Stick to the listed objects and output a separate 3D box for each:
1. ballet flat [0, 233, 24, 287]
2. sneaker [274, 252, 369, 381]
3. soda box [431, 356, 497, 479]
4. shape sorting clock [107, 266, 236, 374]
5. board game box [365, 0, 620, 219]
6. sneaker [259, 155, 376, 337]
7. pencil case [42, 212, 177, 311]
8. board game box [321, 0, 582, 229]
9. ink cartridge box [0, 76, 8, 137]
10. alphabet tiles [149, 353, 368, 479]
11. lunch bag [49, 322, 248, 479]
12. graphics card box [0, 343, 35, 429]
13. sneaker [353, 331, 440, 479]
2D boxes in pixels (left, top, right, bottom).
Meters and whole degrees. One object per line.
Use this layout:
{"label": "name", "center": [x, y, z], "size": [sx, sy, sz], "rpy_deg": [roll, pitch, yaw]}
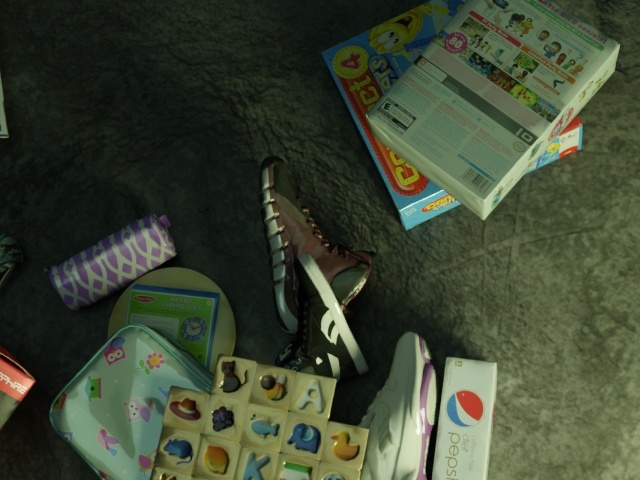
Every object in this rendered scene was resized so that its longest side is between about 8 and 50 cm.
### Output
{"label": "ballet flat", "center": [-0.559, 0.071, 1.725], "size": [0.188, 0.070, 0.070], "rpy_deg": [-42, 69, -1]}
{"label": "sneaker", "center": [-0.021, 0.131, 1.525], "size": [0.121, 0.217, 0.079], "rpy_deg": [-26, 27, -1]}
{"label": "soda box", "center": [0.202, 0.277, 1.497], "size": [0.073, 0.069, 0.216], "rpy_deg": [5, 73, 13]}
{"label": "shape sorting clock", "center": [-0.229, 0.144, 1.642], "size": [0.206, 0.040, 0.206], "rpy_deg": [-1, 83, 12]}
{"label": "board game box", "center": [0.250, -0.216, 1.549], "size": [0.224, 0.097, 0.303], "rpy_deg": [40, 84, 19]}
{"label": "sneaker", "center": [0.000, 0.000, 1.625], "size": [0.162, 0.106, 0.282], "rpy_deg": [-9, 80, 3]}
{"label": "pencil case", "center": [-0.327, 0.034, 1.682], "size": [0.206, 0.088, 0.086], "rpy_deg": [-27, 108, 1]}
{"label": "board game box", "center": [0.200, -0.220, 1.658], "size": [0.301, 0.086, 0.308], "rpy_deg": [-26, 69, 1]}
{"label": "ink cartridge box", "center": [-0.710, -0.301, 1.788], "size": [0.324, 0.071, 0.330], "rpy_deg": [-2, 66, -28]}
{"label": "alphabet tiles", "center": [-0.094, 0.340, 1.457], "size": [0.285, 0.011, 0.343], "rpy_deg": [10, 82, 9]}
{"label": "lunch bag", "center": [-0.229, 0.266, 1.548], "size": [0.279, 0.108, 0.224], "rpy_deg": [40, 85, 13]}
{"label": "graphics card box", "center": [-0.587, 0.305, 1.568], "size": [0.371, 0.094, 0.232], "rpy_deg": [-55, 30, -11]}
{"label": "sneaker", "center": [0.085, 0.272, 1.498], "size": [0.152, 0.114, 0.305], "rpy_deg": [2, 68, 21]}
